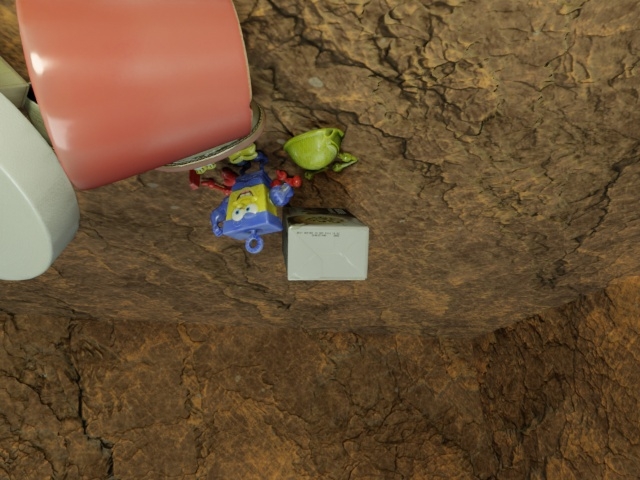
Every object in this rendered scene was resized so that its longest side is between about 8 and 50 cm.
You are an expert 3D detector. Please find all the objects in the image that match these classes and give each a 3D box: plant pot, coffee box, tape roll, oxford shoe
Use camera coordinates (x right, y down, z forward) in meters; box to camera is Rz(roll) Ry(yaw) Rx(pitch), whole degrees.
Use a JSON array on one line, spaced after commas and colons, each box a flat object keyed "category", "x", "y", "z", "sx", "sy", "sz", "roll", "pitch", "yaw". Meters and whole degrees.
[{"category": "plant pot", "x": -0.229, "y": -0.218, "z": 0.713, "sx": 0.243, "sy": 0.275, "sz": 0.275, "roll": -12, "pitch": 159, "yaw": -13}, {"category": "coffee box", "x": 0.000, "y": 0.000, "z": 1.224, "sx": 0.168, "sy": 0.119, "sz": 0.297, "roll": 1, "pitch": -169, "yaw": -6}, {"category": "tape roll", "x": -0.505, "y": -0.097, "z": 0.685, "sx": 0.392, "sy": 0.072, "sz": 0.392, "roll": 14, "pitch": 140, "yaw": 12}, {"category": "oxford shoe", "x": -0.293, "y": -0.207, "z": 0.881, "sx": 0.397, "sy": 0.140, "sz": 0.146, "roll": -5, "pitch": 149, "yaw": 2}]

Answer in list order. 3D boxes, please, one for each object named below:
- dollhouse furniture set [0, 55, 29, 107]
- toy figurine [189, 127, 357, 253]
[{"category": "dollhouse furniture set", "x": -0.574, "y": -0.164, "z": 0.808, "sx": 0.242, "sy": 0.212, "sz": 0.161, "roll": -50, "pitch": 174, "yaw": 33}, {"category": "toy figurine", "x": -0.101, "y": -0.073, "z": 1.099, "sx": 0.362, "sy": 0.217, "sz": 0.191, "roll": -11, "pitch": 155, "yaw": 21}]
